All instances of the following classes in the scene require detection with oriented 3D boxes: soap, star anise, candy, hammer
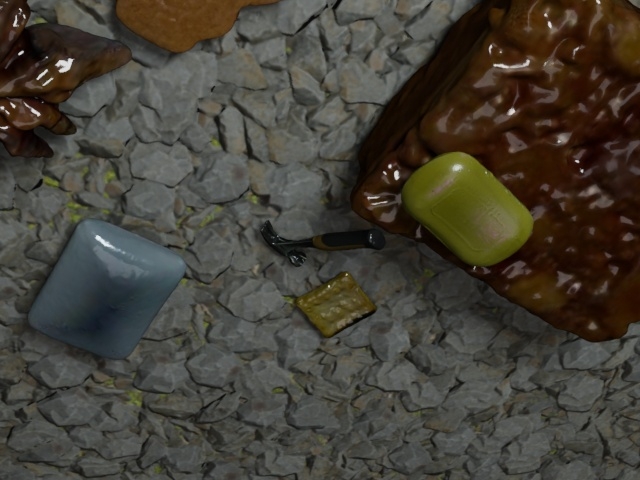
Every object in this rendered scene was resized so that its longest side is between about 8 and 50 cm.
[{"bbox_3d":[0.146,-0.031,0.898,0.140,0.045,0.089,40,115,-21],"label":"soap"},{"bbox_3d":[-0.354,-0.143,0.877,0.349,0.109,0.292,-21,117,-11],"label":"star anise"},{"bbox_3d":[-0.257,0.061,1.084,0.138,0.071,0.174,25,118,-22],"label":"candy"},{"bbox_3d":[0.000,0.000,1.028,0.078,0.021,0.201,39,156,-27],"label":"hammer"}]

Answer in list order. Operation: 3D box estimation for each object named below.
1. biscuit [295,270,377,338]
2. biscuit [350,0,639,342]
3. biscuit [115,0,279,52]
[{"bbox_3d":[0.021,0.084,1.171,0.083,0.018,0.081,-31,124,14],"label":"biscuit"},{"bbox_3d":[0.271,-0.093,0.981,0.395,0.166,0.343,29,118,-22],"label":"biscuit"},{"bbox_3d":[-0.080,-0.321,0.847,0.202,0.047,0.334,28,118,-25],"label":"biscuit"}]
